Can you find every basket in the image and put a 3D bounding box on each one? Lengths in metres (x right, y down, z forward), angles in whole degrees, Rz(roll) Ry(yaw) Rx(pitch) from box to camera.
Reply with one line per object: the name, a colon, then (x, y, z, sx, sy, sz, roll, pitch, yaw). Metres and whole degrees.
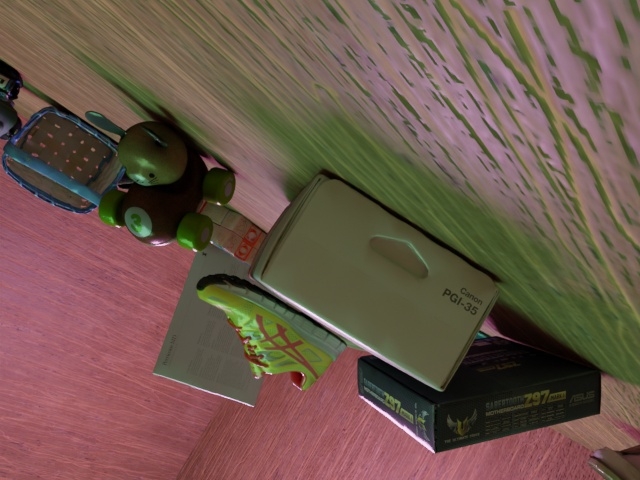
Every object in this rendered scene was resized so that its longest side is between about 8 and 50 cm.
basket: (-0.562, -0.168, 1.253, 0.255, 0.201, 0.289, 36, -179, -30)

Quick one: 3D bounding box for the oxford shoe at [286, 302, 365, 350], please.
oxford shoe: (0.132, 0.191, 1.256, 0.449, 0.130, 0.169, 17, 169, -11)

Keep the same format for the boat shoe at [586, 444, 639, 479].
boat shoe: (0.584, 0.421, 1.019, 0.302, 0.103, 0.113, 36, -176, -39)

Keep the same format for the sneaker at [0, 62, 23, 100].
sneaker: (-0.635, -0.324, 1.038, 0.121, 0.079, 0.217, 27, -179, 4)

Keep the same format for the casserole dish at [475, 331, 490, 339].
casserole dish: (0.281, 0.192, 0.960, 0.114, 0.037, 0.188, 26, 172, 36)

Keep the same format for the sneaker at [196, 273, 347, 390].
sneaker: (-0.064, 0.113, 0.655, 0.208, 0.094, 0.081, 36, 174, -26)

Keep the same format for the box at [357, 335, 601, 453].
box: (0.187, 0.177, 0.689, 0.233, 0.059, 0.183, -4, -173, -21)

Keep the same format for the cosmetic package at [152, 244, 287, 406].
cosmetic package: (-0.249, 0.218, 1.518, 0.284, 0.377, 0.097, 20, 177, -6)

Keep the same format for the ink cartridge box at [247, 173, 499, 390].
ink cartridge box: (0.033, 0.044, 0.632, 0.207, 0.117, 0.283, 32, 173, -6)

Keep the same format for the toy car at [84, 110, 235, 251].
toy car: (-0.220, -0.091, 0.721, 0.155, 0.149, 0.188, 16, 157, 15)

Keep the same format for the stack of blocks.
stack of blocks: (-0.279, -0.049, 1.365, 0.297, 0.087, 0.171, 25, 171, 40)

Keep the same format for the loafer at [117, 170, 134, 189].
loafer: (-0.396, -0.130, 1.303, 0.267, 0.084, 0.096, 23, 169, 48)

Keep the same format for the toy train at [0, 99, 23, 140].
toy train: (-0.782, -0.322, 1.206, 0.190, 0.142, 0.334, 49, 175, 9)
